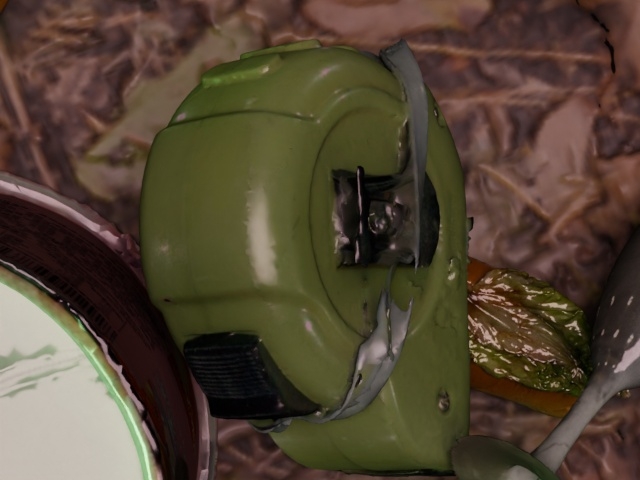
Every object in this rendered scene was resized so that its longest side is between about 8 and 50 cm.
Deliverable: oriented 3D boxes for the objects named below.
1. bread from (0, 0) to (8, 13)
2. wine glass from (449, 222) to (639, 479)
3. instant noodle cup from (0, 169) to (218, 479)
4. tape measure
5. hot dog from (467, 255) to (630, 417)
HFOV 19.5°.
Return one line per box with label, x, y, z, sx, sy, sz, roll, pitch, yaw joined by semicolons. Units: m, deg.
bread;-0.167;-0.117;0.780;0.081;0.046;0.083;18;90;-3
wine glass;0.130;0.037;0.765;0.066;0.066;0.198;45;57;-4
instant noodle cup;-0.150;0.090;0.692;0.243;0.231;0.243;0;91;-7
tape measure;0.000;0.000;0.728;0.087;0.154;0.177;-9;76;38
hot dog;0.075;0.038;0.807;0.133;0.041;0.056;25;88;-5
